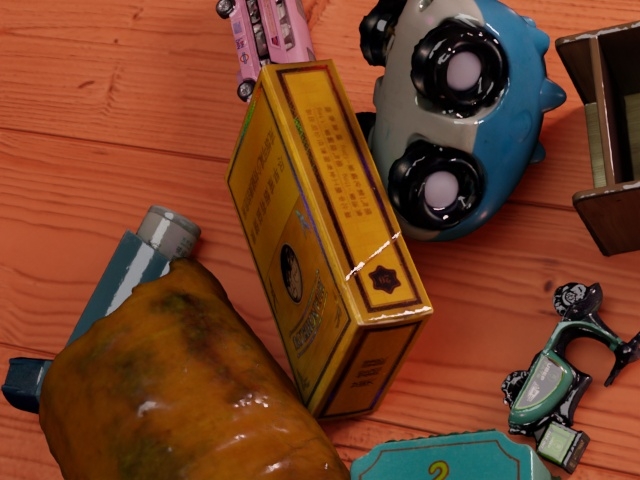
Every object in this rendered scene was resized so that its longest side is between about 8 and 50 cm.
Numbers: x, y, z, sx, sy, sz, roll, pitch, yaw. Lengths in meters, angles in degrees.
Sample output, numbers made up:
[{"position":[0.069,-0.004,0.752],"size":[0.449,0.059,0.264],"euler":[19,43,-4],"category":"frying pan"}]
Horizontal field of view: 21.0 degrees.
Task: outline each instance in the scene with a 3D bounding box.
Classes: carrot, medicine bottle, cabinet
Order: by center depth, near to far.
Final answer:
[{"position":[0.345,-0.109,1.616],"size":[0.215,0.148,0.175],"euler":[-11,65,18],"category":"cabinet"},{"position":[-0.119,0.204,1.633],"size":[0.241,0.241,0.341],"euler":[-37,56,5],"category":"carrot"},{"position":[-0.223,0.082,1.821],"size":[0.124,0.079,0.258],"euler":[24,79,30],"category":"medicine bottle"}]

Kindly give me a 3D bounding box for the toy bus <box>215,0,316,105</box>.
[{"position":[-0.054,-0.209,1.881],"size":[0.090,0.063,0.203],"euler":[-20,61,14],"category":"toy bus"}]

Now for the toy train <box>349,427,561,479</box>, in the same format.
[{"position":[0.121,0.259,1.581],"size":[0.203,0.112,0.163],"euler":[-7,61,18],"category":"toy train"}]

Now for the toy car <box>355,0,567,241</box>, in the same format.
[{"position":[0.139,-0.123,1.693],"size":[0.188,0.190,0.255],"euler":[-143,62,-61],"category":"toy car"}]

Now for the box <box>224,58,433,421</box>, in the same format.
[{"position":[0.000,0.000,1.690],"size":[0.084,0.193,0.301],"euler":[-8,59,-21],"category":"box"}]

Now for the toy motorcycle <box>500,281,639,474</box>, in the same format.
[{"position":[0.236,0.122,1.621],"size":[0.100,0.058,0.173],"euler":[26,82,23],"category":"toy motorcycle"}]
